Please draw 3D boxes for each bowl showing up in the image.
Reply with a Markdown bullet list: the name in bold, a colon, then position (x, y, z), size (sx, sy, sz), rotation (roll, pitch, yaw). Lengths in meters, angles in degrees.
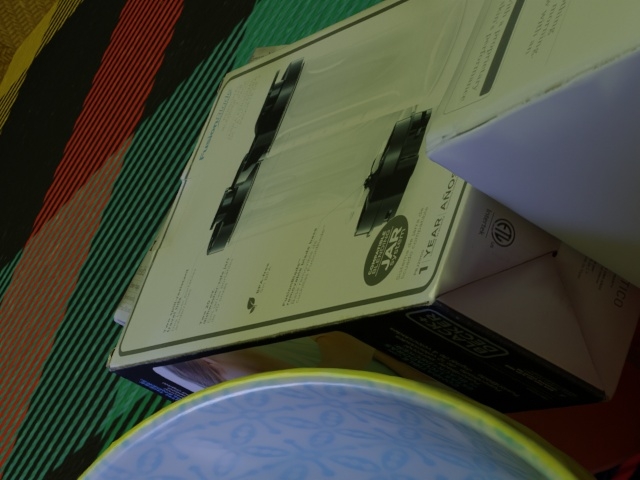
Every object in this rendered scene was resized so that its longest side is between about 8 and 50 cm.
- **bowl**: position (0.034, 0.192, 0.762), size (0.289, 0.289, 0.156), rotation (-55, -25, 14)

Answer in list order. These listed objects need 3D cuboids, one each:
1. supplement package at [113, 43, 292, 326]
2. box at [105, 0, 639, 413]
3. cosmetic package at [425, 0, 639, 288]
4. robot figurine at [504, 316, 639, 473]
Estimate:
- **supplement package**: position (0.000, 0.000, 1.223), size (0.203, 0.149, 0.194), rotation (-62, 18, -7)
- **box**: position (0.029, -0.013, 0.854), size (0.290, 0.087, 0.169), rotation (-17, 49, 59)
- **cosmetic package**: position (0.197, -0.055, 0.650), size (0.225, 0.224, 0.138), rotation (-22, 41, 62)
- **robot figurine**: position (0.118, 0.013, 0.915), size (0.158, 0.128, 0.219), rotation (8, 67, 44)
